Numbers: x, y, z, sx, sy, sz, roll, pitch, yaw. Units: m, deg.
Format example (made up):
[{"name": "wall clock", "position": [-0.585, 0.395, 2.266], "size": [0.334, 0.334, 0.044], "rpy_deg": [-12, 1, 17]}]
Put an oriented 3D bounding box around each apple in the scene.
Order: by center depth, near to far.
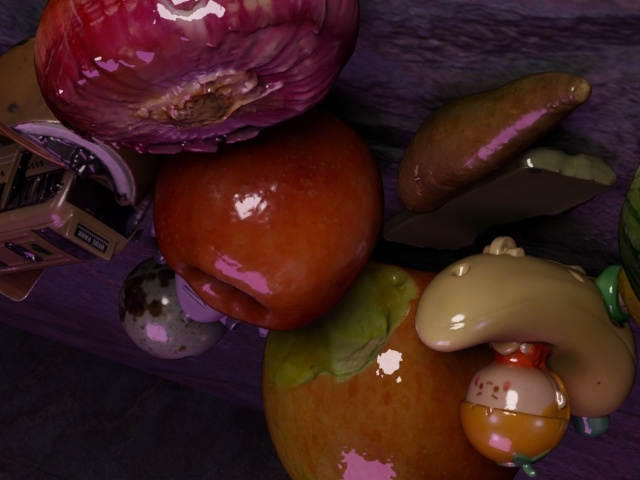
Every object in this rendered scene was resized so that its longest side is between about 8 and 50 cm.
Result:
[{"name": "apple", "position": [-0.048, -0.030, 0.970], "size": [0.218, 0.201, 0.218], "rpy_deg": [25, 160, 10]}, {"name": "apple", "position": [0.092, 0.182, 1.215], "size": [0.339, 0.339, 0.339], "rpy_deg": [19, 163, 6]}]

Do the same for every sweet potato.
[{"name": "sweet potato", "position": [0.124, -0.087, 0.821], "size": [0.077, 0.077, 0.244], "rpy_deg": [25, 155, -12]}]

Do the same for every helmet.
[{"name": "helmet", "position": [-0.230, -0.129, 0.996], "size": [0.198, 0.130, 0.224], "rpy_deg": [37, 172, -29]}]

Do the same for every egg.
[{"name": "egg", "position": [-0.225, 0.108, 1.642], "size": [0.169, 0.169, 0.231], "rpy_deg": [13, 175, 24]}]

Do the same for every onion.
[{"name": "onion", "position": [-0.088, -0.159, 0.723], "size": [0.230, 0.163, 0.230], "rpy_deg": [-8, 162, -3]}]

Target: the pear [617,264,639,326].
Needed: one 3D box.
[{"name": "pear", "position": [0.330, 0.043, 0.911], "size": [0.107, 0.107, 0.131], "rpy_deg": [30, 170, -27]}]

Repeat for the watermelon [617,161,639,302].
[{"name": "watermelon", "position": [0.305, 0.002, 0.667], "size": [0.215, 0.188, 0.188], "rpy_deg": [22, 164, 18]}]

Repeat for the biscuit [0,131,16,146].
[{"name": "biscuit", "position": [-0.416, -0.131, 1.384], "size": [0.140, 0.023, 0.118], "rpy_deg": [22, 163, -3]}]

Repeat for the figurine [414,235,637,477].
[{"name": "figurine", "position": [0.205, 0.117, 1.021], "size": [0.124, 0.222, 0.324], "rpy_deg": [7, 174, 45]}]

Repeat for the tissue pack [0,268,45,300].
[{"name": "tissue pack", "position": [-0.504, -0.047, 1.474], "size": [0.136, 0.159, 0.246], "rpy_deg": [27, 171, 38]}]

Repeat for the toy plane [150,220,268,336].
[{"name": "toy plane", "position": [-0.146, 0.049, 1.441], "size": [0.252, 0.118, 0.252], "rpy_deg": [36, 156, 19]}]

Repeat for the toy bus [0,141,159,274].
[{"name": "toy bus", "position": [-0.346, -0.046, 1.283], "size": [0.289, 0.157, 0.139], "rpy_deg": [-8, 149, 37]}]

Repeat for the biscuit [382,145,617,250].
[{"name": "biscuit", "position": [0.155, -0.034, 0.970], "size": [0.099, 0.038, 0.322], "rpy_deg": [12, 167, -16]}]
